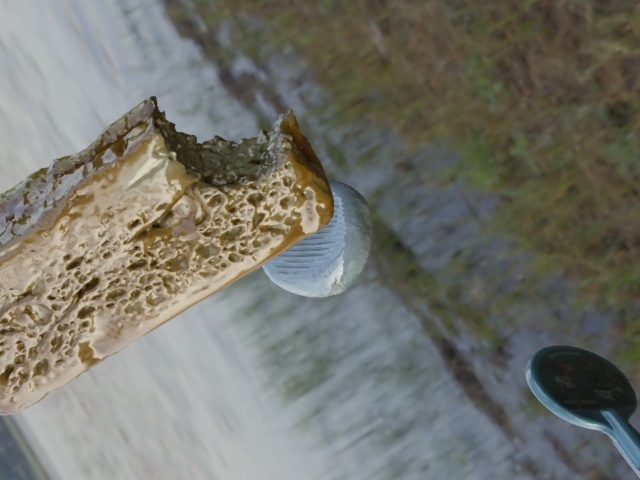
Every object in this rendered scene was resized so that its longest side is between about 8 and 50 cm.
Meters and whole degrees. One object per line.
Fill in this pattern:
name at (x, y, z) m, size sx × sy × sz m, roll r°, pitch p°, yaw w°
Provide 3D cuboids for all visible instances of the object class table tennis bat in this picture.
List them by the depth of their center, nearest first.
table tennis bat at (0.300, 0.181, 1.613) m, size 0.201 × 0.124 × 0.033 m, roll 53°, pitch 138°, yaw 43°

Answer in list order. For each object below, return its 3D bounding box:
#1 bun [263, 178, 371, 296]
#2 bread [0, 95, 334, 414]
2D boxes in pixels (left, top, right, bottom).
bun at (0.000, 0.000, 1.705) m, size 0.141 × 0.141 × 0.083 m, roll 50°, pitch -167°, yaw 33°
bread at (-0.181, -0.006, 1.305) m, size 0.185 × 0.380 × 0.109 m, roll 54°, pitch -169°, yaw -26°
